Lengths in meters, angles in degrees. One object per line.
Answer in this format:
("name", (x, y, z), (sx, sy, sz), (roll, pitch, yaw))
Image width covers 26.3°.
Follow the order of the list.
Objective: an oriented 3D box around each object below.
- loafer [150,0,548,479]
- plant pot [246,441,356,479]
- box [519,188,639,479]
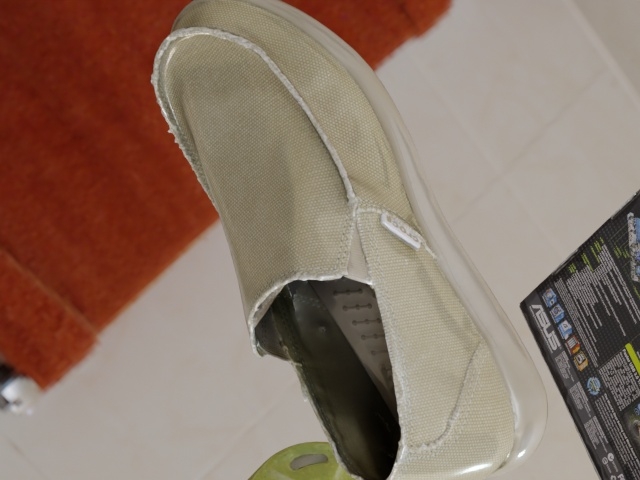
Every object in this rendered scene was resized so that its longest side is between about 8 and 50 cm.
("loafer", (0.000, 0.000, 0.625), (0.092, 0.268, 0.102), (-25, 165, -43))
("plant pot", (-0.026, 0.338, 1.342), (0.276, 0.276, 0.254), (-58, 178, -46))
("box", (0.283, 0.102, 1.042), (0.216, 0.060, 0.270), (-51, -129, 41))
